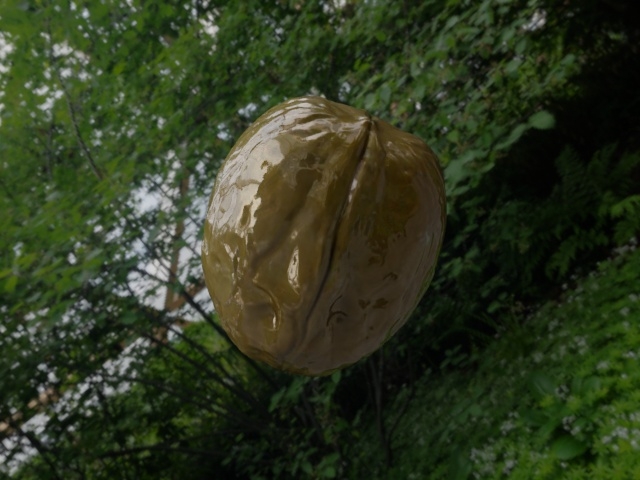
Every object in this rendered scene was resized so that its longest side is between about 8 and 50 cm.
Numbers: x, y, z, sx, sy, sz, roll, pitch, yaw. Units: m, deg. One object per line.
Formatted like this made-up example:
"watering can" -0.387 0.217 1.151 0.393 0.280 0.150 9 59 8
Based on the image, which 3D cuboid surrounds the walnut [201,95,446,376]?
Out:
"walnut" 0.000 0.000 0.453 0.165 0.165 0.197 -39 -27 -43
